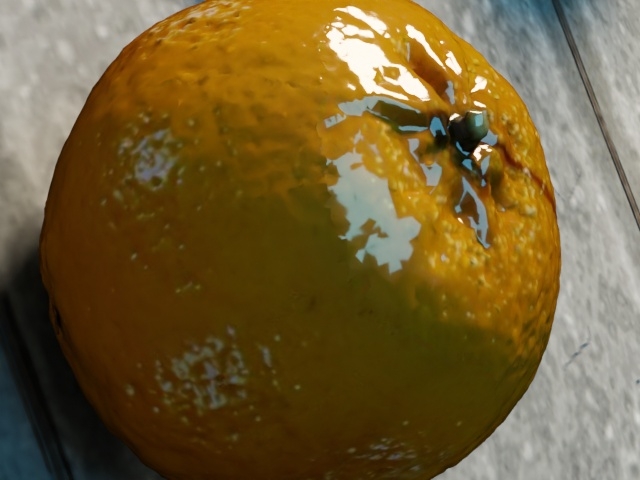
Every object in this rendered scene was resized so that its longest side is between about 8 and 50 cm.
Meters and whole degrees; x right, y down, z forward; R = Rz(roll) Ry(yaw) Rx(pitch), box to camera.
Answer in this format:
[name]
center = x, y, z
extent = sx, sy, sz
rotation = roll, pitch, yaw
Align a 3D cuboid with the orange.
[orange]
center = 0.000, 0.000, 0.523
extent = 0.193, 0.161, 0.193
rotation = 22, 61, -46
